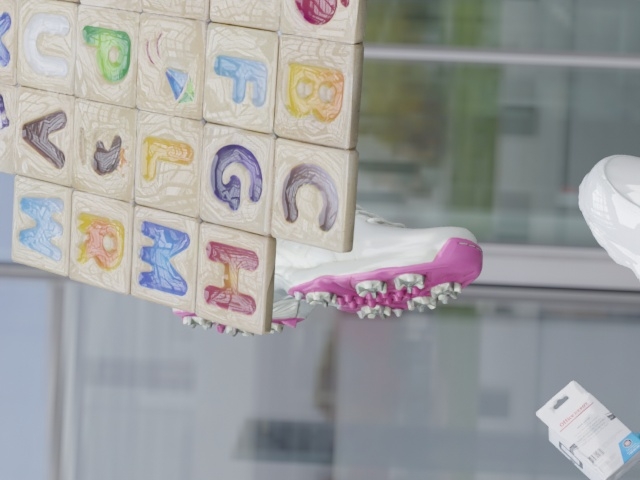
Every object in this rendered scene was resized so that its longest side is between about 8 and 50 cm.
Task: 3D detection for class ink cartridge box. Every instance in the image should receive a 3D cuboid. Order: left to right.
[{"bbox_3d":[0.224,0.163,1.664,0.083,0.048,0.028,44,164,25],"label":"ink cartridge box"}]

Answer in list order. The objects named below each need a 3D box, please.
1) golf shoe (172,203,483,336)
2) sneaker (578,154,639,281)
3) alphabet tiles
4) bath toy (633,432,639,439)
[{"bbox_3d":[0.000,0.000,1.704,0.115,0.306,0.140,23,-116,-52],"label":"golf shoe"},{"bbox_3d":[0.249,-0.016,1.019,0.090,0.232,0.115,-56,-21,-52],"label":"sneaker"},{"bbox_3d":[-0.104,-0.106,1.171,0.011,0.342,0.285,-7,-75,-47],"label":"alphabet tiles"},{"bbox_3d":[0.450,0.097,2.124,0.151,0.129,0.348,33,-95,-48],"label":"bath toy"}]
